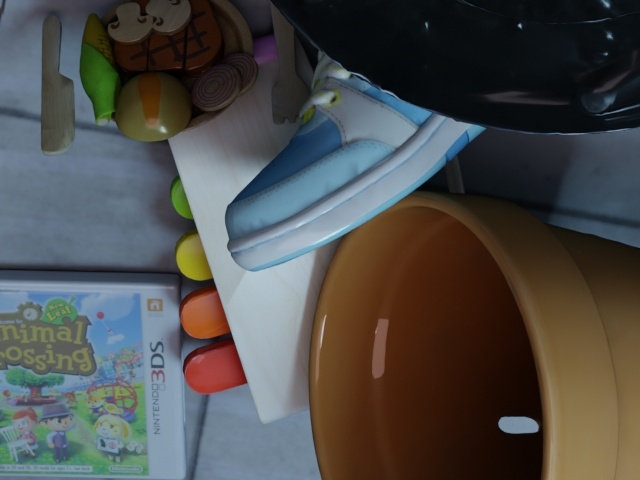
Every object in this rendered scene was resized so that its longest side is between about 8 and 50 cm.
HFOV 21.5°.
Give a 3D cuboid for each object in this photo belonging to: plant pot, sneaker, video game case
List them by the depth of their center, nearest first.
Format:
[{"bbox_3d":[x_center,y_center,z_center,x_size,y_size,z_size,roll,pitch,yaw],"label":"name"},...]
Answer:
[{"bbox_3d":[0.020,-0.138,1.127,0.319,0.127,0.208,-39,100,-21],"label":"sneaker"},{"bbox_3d":[0.149,0.110,1.175,0.203,0.291,0.291,-1,123,-30],"label":"plant pot"},{"bbox_3d":[-0.218,0.112,1.378,0.212,0.023,0.193,1,119,1],"label":"video game case"}]

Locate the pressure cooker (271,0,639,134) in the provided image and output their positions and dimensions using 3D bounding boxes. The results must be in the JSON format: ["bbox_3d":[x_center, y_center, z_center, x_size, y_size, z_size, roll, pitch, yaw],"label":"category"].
[{"bbox_3d":[0.143,-0.310,0.913,0.375,0.420,0.370,-23,126,29],"label":"pressure cooker"}]

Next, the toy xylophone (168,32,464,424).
[{"bbox_3d":[0.000,0.000,1.274,0.236,0.081,0.323,-11,117,-7],"label":"toy xylophone"}]

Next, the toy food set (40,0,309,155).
[{"bbox_3d":[-0.108,-0.129,1.188,0.192,0.132,0.038,-8,155,3],"label":"toy food set"}]
